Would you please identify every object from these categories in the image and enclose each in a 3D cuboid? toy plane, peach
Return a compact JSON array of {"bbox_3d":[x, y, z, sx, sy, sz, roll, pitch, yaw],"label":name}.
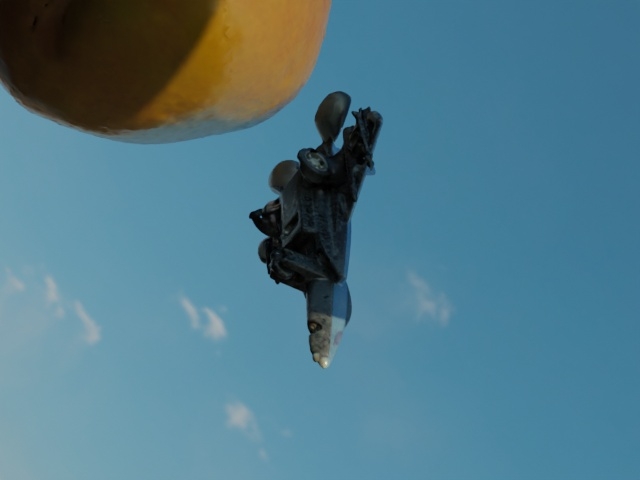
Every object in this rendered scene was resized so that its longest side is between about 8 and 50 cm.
[{"bbox_3d":[-0.007,-0.003,0.675,0.078,0.246,0.169,30,-55,-16],"label":"toy plane"},{"bbox_3d":[-0.140,-0.241,0.829,0.372,0.372,0.290,-29,-106,54],"label":"peach"}]
